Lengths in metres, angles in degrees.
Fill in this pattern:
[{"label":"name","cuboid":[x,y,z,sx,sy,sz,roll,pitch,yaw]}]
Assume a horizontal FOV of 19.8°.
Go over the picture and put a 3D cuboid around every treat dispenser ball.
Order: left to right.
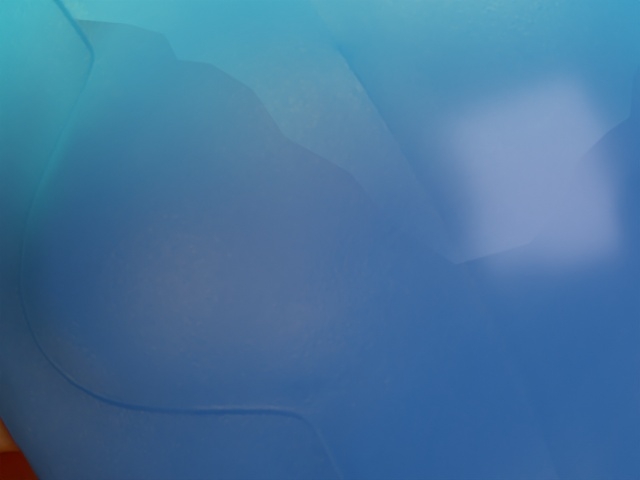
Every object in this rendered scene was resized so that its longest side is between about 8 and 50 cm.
[{"label":"treat dispenser ball","cuboid":[0.000,0.000,0.567,0.288,0.288,0.288,20,63,-45]}]
